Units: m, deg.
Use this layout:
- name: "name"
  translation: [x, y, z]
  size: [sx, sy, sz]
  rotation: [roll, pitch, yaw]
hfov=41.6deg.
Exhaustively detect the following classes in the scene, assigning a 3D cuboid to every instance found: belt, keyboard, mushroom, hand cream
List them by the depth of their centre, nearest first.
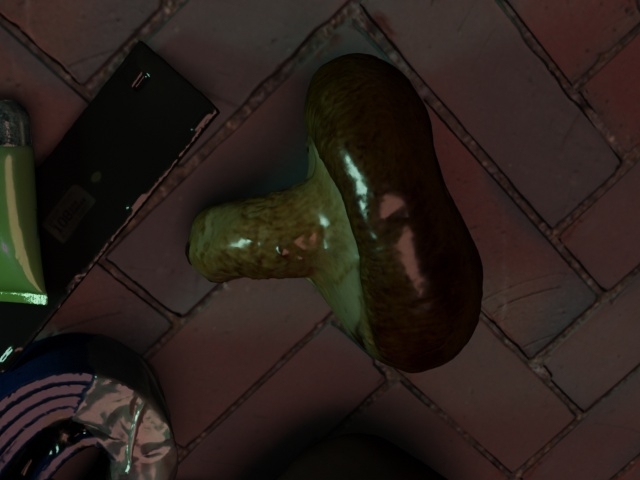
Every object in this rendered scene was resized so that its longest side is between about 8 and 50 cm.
- name: "hand cream"
  translation: [-0.278, -0.033, 0.723]
  size: [0.095, 0.046, 0.174]
  rotation: [2, 99, 14]
- name: "mushroom"
  translation: [0.037, 0.002, 0.724]
  size: [0.267, 0.267, 0.254]
  rotation: [38, 99, -24]
- name: "keyboard"
  translation: [-0.224, -0.028, 0.752]
  size: [0.106, 0.027, 0.317]
  rotation: [42, 99, 1]
- name: "belt"
  translation: [-0.271, 0.263, 0.805]
  size: [0.213, 0.117, 0.346]
  rotation: [27, 95, -19]

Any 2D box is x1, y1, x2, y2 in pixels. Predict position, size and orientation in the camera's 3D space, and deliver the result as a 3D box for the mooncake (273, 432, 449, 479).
- name: "mooncake"
  translation: [0.031, 0.364, 0.879]
  size: [0.334, 0.174, 0.325]
  rotation: [3, 104, -43]
